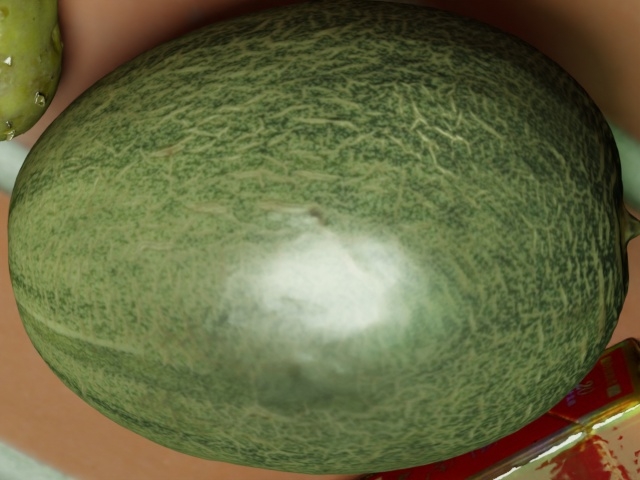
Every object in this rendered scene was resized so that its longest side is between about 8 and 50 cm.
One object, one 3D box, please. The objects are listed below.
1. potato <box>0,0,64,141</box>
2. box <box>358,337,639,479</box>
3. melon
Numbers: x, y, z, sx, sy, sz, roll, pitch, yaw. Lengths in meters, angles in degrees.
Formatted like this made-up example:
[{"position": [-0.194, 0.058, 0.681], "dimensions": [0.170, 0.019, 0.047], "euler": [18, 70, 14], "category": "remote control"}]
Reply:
[{"position": [-0.184, -0.112, 0.940], "dimensions": [0.092, 0.070, 0.138], "euler": [-1, 125, 0], "category": "potato"}, {"position": [0.114, 0.223, 1.135], "dimensions": [0.313, 0.089, 0.197], "euler": [-29, 108, 13], "category": "box"}, {"position": [0.000, 0.000, 0.917], "dimensions": [0.329, 0.248, 0.248], "euler": [-5, 125, 7], "category": "melon"}]
